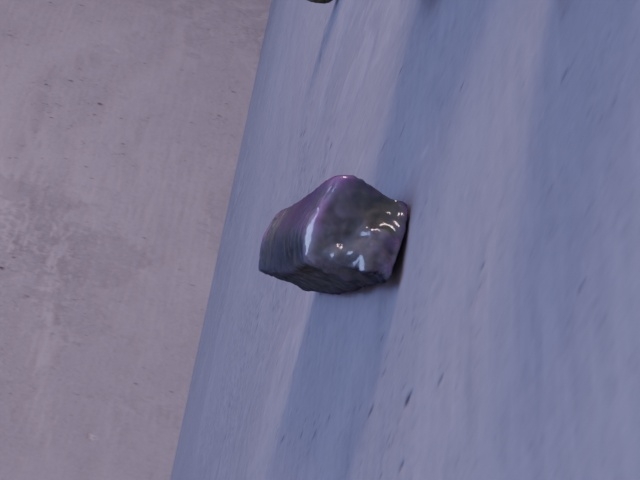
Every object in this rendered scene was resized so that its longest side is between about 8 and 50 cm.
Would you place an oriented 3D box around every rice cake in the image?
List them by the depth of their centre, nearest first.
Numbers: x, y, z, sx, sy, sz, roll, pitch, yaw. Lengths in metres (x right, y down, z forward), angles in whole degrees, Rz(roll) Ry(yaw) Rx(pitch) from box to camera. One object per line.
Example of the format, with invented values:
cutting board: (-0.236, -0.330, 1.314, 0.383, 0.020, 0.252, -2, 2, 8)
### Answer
rice cake: (-0.001, 0.000, 1.058, 0.399, 0.064, 0.070, 161, 129, -81)

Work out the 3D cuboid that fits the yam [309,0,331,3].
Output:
yam: (0.013, -0.362, 1.763, 0.132, 0.054, 0.054, 116, 167, -53)
